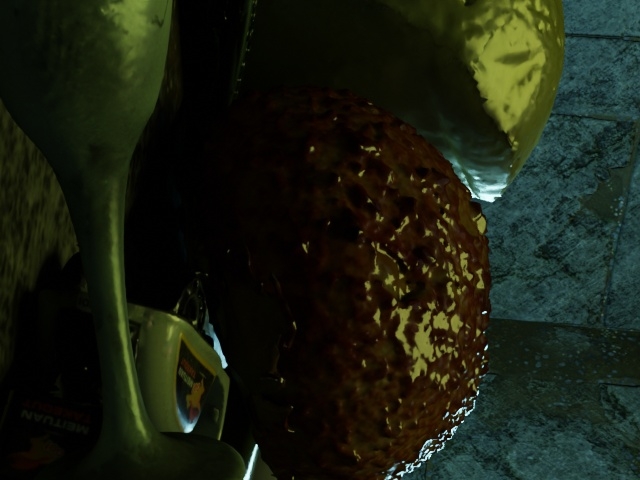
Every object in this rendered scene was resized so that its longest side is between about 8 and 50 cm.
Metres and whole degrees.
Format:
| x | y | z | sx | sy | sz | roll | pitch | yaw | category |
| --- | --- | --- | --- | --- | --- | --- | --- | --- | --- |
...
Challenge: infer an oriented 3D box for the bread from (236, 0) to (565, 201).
| x | y | z | sx | sy | sz | roll | pitch | yaw | category |
| --- | --- | --- | --- | --- | --- | --- | --- | --- | --- |
| 0.070 | -0.180 | 1.108 | 0.320 | 0.320 | 0.237 | 89 | 16 | -47 | bread |

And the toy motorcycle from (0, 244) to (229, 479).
| x | y | z | sx | sy | sz | roll | pitch | yaw | category |
| --- | --- | --- | --- | --- | --- | --- | --- | --- | --- |
| -0.109 | 0.100 | 0.711 | 0.263 | 0.091 | 0.157 | 74 | 29 | -70 | toy motorcycle |

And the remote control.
| x | y | z | sx | sy | sz | roll | pitch | yaw | category |
| --- | --- | --- | --- | --- | --- | --- | --- | --- | --- |
| -0.070 | -0.183 | 0.949 | 0.072 | 0.042 | 0.222 | -87 | -173 | -48 | remote control |

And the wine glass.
| x | y | z | sx | sy | sz | roll | pitch | yaw | category |
| --- | --- | --- | --- | --- | --- | --- | --- | --- | --- |
| -0.121 | -0.018 | 0.413 | 0.264 | 0.096 | 0.309 | -40 | 127 | -65 | wine glass |

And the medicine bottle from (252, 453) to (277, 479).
| x | y | z | sx | sy | sz | roll | pitch | yaw | category |
| --- | --- | --- | --- | --- | --- | --- | --- | --- | --- |
| -0.036 | 0.195 | 1.194 | 0.144 | 0.144 | 0.252 | 87 | 13 | -56 | medicine bottle |

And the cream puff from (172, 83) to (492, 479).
| x | y | z | sx | sy | sz | roll | pitch | yaw | category |
| --- | --- | --- | --- | --- | --- | --- | --- | --- | --- |
| 0.018 | 0.031 | 0.951 | 0.350 | 0.228 | 0.350 | 161 | -90 | -82 | cream puff |

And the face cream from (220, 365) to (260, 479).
| x | y | z | sx | sy | sz | roll | pitch | yaw | category |
| --- | --- | --- | --- | --- | --- | --- | --- | --- | --- |
| -0.086 | 0.165 | 1.038 | 0.273 | 0.078 | 0.078 | -72 | 166 | -68 | face cream |
